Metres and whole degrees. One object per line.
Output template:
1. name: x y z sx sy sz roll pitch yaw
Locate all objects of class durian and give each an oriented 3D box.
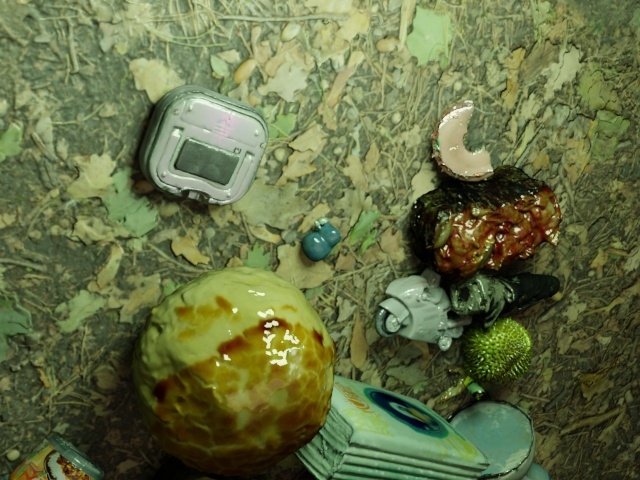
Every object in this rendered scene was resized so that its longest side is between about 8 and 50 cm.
1. durian: 0.407 0.258 1.798 0.159 0.146 0.198 -8 135 -16

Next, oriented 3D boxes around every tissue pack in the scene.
1. tissue pack: 0.119 0.413 1.621 0.388 0.287 0.162 22 96 -33

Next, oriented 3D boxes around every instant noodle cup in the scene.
1. instant noodle cup: -0.472 0.435 1.394 0.178 0.208 0.125 41 73 -8

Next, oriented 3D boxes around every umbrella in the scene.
1. umbrella: 0.433 0.120 1.739 0.358 0.106 0.113 -1 146 -43

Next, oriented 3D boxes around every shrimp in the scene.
1. shrimp: 0.308 0.344 1.853 0.114 0.023 0.083 -33 120 -18

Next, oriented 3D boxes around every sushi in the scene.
1. sushi: 0.334 -0.041 1.605 0.344 0.182 0.196 -20 113 -23

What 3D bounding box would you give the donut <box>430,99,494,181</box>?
1. donut: 0.275 -0.188 1.559 0.117 0.065 0.166 -21 100 -1

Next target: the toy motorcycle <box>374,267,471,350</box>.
1. toy motorcycle: 0.226 0.142 1.676 0.260 0.110 0.170 11 94 -37

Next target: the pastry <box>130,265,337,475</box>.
1. pastry: -0.145 0.244 1.391 0.389 0.313 0.388 -9 111 -24

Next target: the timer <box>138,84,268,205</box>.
1. timer: -0.196 -0.159 1.334 0.209 0.069 0.190 13 107 -33

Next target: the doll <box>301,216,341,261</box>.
1. doll: 0.000 0.000 1.521 0.083 0.050 0.076 -42 120 -4

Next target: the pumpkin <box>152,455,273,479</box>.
1. pumpkin: -0.187 0.549 1.552 0.222 0.139 0.317 -44 100 -3

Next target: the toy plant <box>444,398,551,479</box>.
1. toy plant: 0.436 0.581 1.913 0.247 0.247 0.332 -32 126 -13
